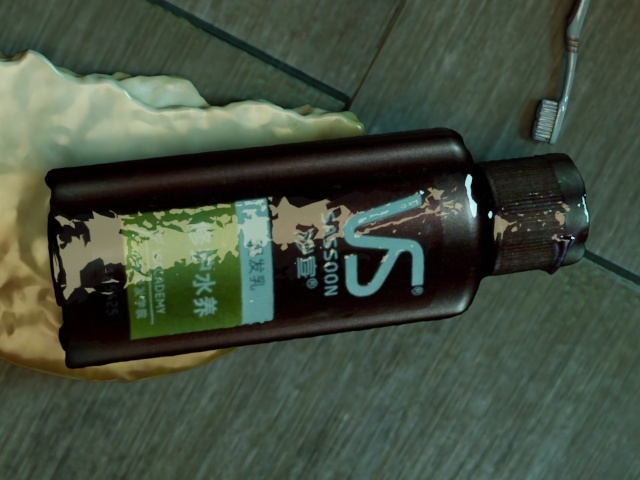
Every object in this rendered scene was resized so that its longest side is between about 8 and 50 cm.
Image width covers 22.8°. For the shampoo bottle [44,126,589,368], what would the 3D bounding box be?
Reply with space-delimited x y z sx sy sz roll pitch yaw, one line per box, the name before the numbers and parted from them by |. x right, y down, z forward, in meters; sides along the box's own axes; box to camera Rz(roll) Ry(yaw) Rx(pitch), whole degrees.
shampoo bottle | 0.000 0.000 0.962 0.323 0.084 0.129 -6 110 -12

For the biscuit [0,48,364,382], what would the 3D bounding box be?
biscuit | -0.136 -0.012 0.992 0.309 0.040 0.205 7 104 -15

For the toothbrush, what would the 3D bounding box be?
toothbrush | 0.165 -0.155 1.015 0.019 0.013 0.193 11 105 -3
